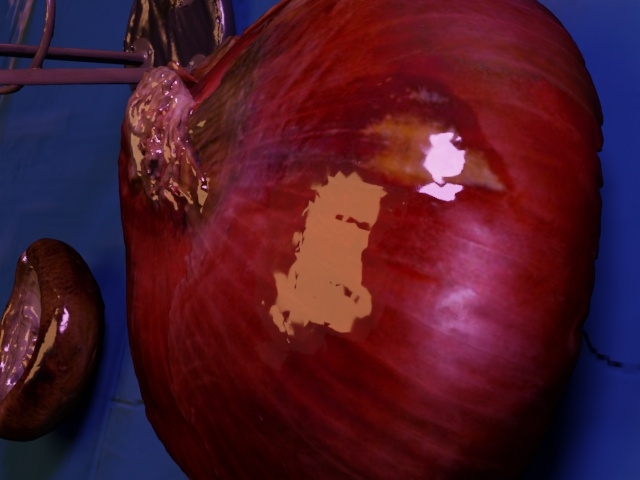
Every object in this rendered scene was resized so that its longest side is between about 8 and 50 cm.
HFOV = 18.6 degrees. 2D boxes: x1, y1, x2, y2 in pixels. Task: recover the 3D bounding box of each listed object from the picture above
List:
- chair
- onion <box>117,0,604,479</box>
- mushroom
[{"bbox_3d":[-0.129,-0.109,1.025,0.104,0.222,0.095,-52,57,32],"label":"chair"},{"bbox_3d":[0.009,0.006,0.741,0.248,0.161,0.248,177,90,-74],"label":"onion"},{"bbox_3d":[-0.155,0.058,1.112,0.123,0.052,0.123,-53,27,42],"label":"mushroom"}]
